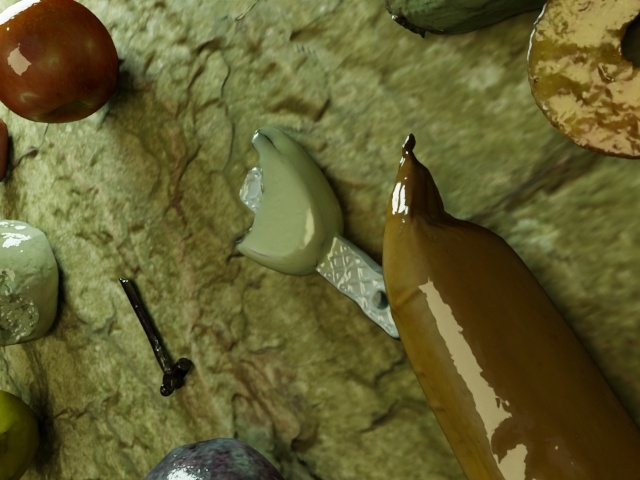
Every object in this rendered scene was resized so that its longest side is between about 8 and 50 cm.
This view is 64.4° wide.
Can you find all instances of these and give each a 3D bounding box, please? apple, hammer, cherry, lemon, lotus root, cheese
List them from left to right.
[{"bbox_3d":[-0.563,0.335,0.834,0.193,0.180,0.180,-25,77,13],"label":"lemon"},{"bbox_3d":[-0.339,-0.228,0.644,0.164,0.163,0.139,-17,93,36],"label":"apple"},{"bbox_3d":[-0.220,0.114,0.661,0.065,0.021,0.178,-48,62,28],"label":"hammer"},{"bbox_3d":[-0.104,0.287,0.486,0.195,0.195,0.194,2,94,37],"label":"cherry"},{"bbox_3d":[0.000,0.000,0.467,0.235,0.050,0.127,39,112,28],"label":"cheese"},{"bbox_3d":[0.099,-0.218,0.367,0.144,0.070,0.143,-25,77,36],"label":"lotus root"}]

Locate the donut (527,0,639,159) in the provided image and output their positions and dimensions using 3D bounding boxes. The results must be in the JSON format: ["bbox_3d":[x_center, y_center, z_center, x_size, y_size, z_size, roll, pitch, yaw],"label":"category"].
[{"bbox_3d":[0.206,-0.118,0.299,0.152,0.058,0.151,3,94,38],"label":"donut"}]

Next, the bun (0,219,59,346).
[{"bbox_3d":[-0.522,0.071,0.823,0.237,0.116,0.209,2,94,38],"label":"bun"}]

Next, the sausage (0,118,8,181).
[{"bbox_3d":[-0.588,-0.159,0.889,0.076,0.076,0.141,18,105,35],"label":"sausage"}]

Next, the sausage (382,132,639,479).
[{"bbox_3d":[0.116,0.072,0.345,0.112,0.112,0.328,-36,71,33],"label":"sausage"}]
